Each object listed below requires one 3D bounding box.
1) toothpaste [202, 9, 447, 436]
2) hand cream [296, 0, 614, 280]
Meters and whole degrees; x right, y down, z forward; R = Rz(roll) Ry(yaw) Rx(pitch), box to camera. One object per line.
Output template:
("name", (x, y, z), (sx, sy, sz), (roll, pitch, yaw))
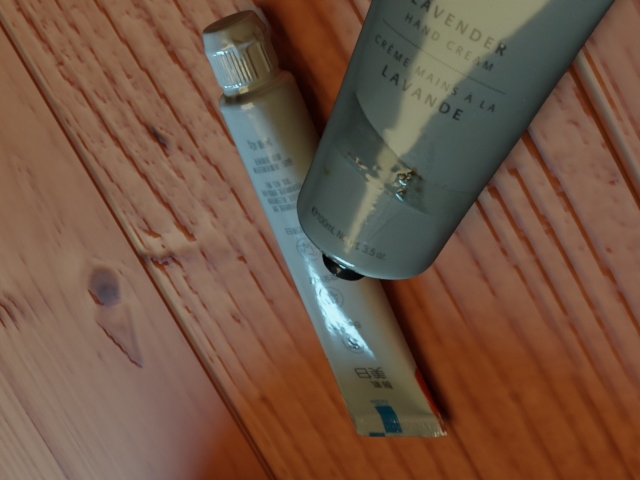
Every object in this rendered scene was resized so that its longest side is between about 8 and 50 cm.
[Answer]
("toothpaste", (0.000, 0.000, 0.515), (0.048, 0.031, 0.190), (-7, 116, 37))
("hand cream", (0.042, -0.058, 0.433), (0.087, 0.054, 0.186), (33, 126, 11))
